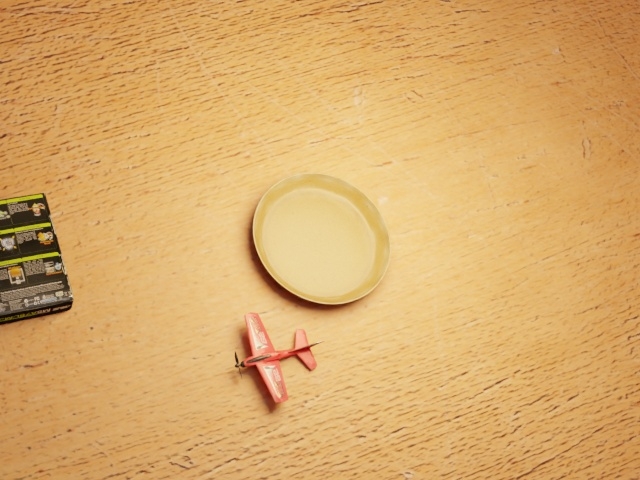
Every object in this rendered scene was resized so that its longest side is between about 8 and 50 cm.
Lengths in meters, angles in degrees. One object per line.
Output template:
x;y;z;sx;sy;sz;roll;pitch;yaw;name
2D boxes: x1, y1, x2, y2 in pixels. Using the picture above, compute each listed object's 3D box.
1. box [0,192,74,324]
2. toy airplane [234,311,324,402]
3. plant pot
-0.477;0.031;1.703;0.190;0.045;0.184;-12;67;-23;box
-0.064;0.174;1.788;0.151;0.028;0.151;8;64;-17;toy airplane
0.000;0.000;1.896;0.236;0.032;0.236;9;62;-16;plant pot
